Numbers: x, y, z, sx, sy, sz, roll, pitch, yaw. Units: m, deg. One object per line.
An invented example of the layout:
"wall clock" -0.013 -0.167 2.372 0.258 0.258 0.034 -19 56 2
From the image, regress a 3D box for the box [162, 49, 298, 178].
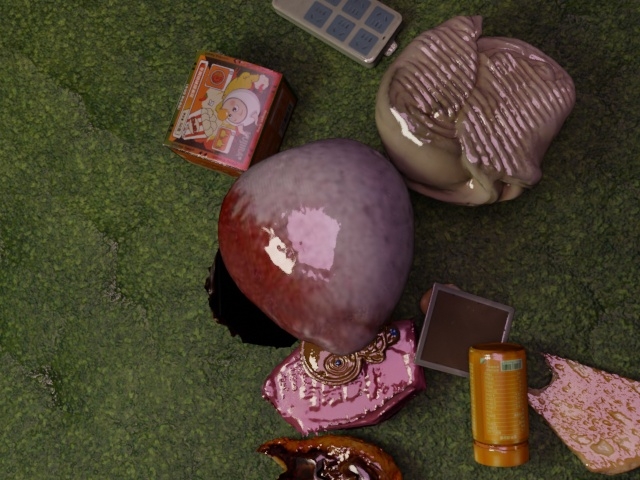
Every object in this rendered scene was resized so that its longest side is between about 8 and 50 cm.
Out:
"box" -0.166 -0.227 1.470 0.177 0.148 0.195 19 86 12

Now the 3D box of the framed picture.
"framed picture" 0.248 0.162 1.347 0.183 0.011 0.142 18 84 -26

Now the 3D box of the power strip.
"power strip" 0.031 -0.439 1.517 0.270 0.046 0.118 34 89 15

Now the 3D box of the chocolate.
"chocolate" -0.130 0.105 1.438 0.206 0.177 0.224 10 64 -31

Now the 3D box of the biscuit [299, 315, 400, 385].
"biscuit" 0.046 0.172 1.323 0.175 0.026 0.124 -27 73 3

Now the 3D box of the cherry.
"cherry" 0.012 -0.006 1.270 0.326 0.291 0.335 -39 64 -19

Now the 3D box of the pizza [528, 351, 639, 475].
"pizza" 0.455 0.291 1.328 0.262 0.034 0.181 23 86 14

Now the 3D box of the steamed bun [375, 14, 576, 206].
"steamed bun" 0.243 -0.207 1.360 0.309 0.219 0.324 28 62 -1

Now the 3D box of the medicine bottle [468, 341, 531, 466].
"medicine bottle" 0.300 0.272 1.314 0.096 0.096 0.192 -3 91 11

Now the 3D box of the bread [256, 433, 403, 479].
"bread" 0.015 0.411 1.374 0.268 0.095 0.139 -3 79 25

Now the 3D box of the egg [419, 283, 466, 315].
"egg" 0.217 0.112 1.384 0.083 0.071 0.071 -10 80 13

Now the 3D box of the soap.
"soap" 0.040 0.245 1.380 0.289 0.112 0.182 -10 74 10
